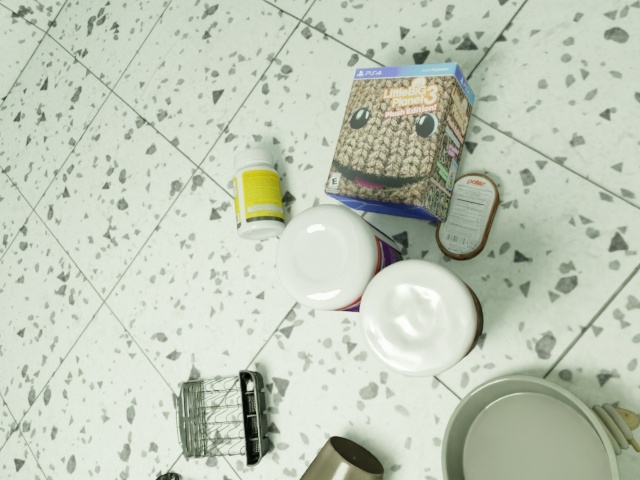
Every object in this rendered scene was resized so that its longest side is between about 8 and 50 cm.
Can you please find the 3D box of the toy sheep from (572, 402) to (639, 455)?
[{"bbox_3d":[0.482,0.331,0.753,0.132,0.091,0.091,-32,69,9],"label":"toy sheep"}]

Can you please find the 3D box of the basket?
[{"bbox_3d":[0.021,0.533,0.883,0.204,0.154,0.227,25,87,27],"label":"basket"}]

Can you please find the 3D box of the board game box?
[{"bbox_3d":[0.170,-0.207,0.941,0.232,0.141,0.291,11,84,34],"label":"board game box"}]

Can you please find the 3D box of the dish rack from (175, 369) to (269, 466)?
[{"bbox_3d":[-0.250,0.428,1.058,0.271,0.074,0.208,-13,74,21],"label":"dish rack"}]

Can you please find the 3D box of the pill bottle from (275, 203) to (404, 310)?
[{"bbox_3d":[0.059,0.050,0.857,0.181,0.323,0.182,-5,78,23],"label":"pill bottle"}]

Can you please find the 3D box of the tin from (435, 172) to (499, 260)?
[{"bbox_3d":[0.311,-0.051,0.928,0.106,0.040,0.190,17,87,21],"label":"tin"}]

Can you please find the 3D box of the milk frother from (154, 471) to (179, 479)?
[{"bbox_3d":[-0.352,0.654,1.057,0.143,0.129,0.135,-4,74,67],"label":"milk frother"}]

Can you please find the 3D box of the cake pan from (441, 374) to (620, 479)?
[{"bbox_3d":[0.349,0.383,0.749,0.293,0.054,0.293,-32,40,31],"label":"cake pan"}]

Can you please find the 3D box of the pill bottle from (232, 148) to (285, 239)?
[{"bbox_3d":[-0.158,-0.115,1.096,0.119,0.119,0.209,-13,75,21],"label":"pill bottle"}]

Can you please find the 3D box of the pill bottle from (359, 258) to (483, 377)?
[{"bbox_3d":[0.197,0.138,0.783,0.176,0.318,0.176,-4,79,22],"label":"pill bottle"}]
